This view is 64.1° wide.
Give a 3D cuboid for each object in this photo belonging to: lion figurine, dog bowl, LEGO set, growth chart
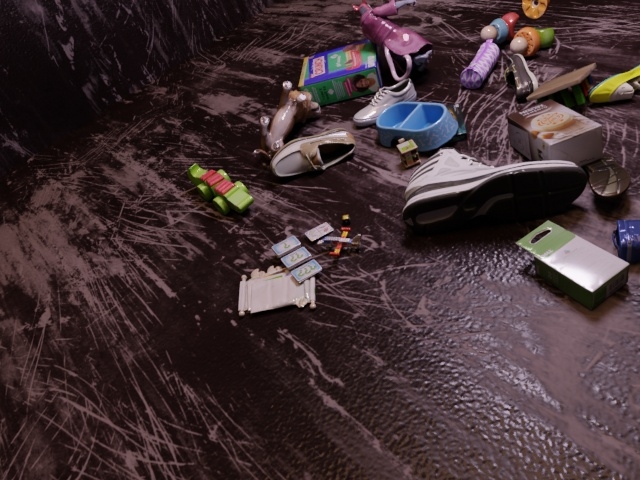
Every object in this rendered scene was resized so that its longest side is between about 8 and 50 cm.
[{"bbox_3d":[-0.140,-0.419,1.884,0.142,0.240,0.392,34,73,2],"label":"lion figurine"},{"bbox_3d":[0.303,-0.380,1.667,0.166,0.074,0.297,-49,39,-17],"label":"dog bowl"},{"bbox_3d":[0.000,0.000,1.439,0.244,0.060,0.182,-27,40,-14],"label":"LEGO set"},{"bbox_3d":[-0.119,0.131,1.390,0.237,0.021,0.171,-10,42,16],"label":"growth chart"}]

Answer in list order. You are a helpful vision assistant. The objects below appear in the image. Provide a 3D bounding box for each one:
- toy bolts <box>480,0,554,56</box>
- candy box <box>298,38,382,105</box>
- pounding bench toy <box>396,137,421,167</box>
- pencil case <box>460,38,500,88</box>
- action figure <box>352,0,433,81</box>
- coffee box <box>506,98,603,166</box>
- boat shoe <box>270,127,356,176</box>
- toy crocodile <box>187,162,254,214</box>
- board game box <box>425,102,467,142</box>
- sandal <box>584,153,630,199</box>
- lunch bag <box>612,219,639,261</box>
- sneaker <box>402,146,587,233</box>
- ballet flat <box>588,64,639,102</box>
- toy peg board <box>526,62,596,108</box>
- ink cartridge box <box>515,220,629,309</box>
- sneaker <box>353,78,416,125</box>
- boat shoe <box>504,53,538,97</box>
[{"bbox_3d":[0.696,-0.779,1.846,0.159,0.218,0.228,-26,31,-24],"label":"toy bolts"},{"bbox_3d":[0.084,-0.683,2.090,0.317,0.122,0.268,-12,42,15],"label":"candy box"},{"bbox_3d":[0.274,-0.278,1.609,0.052,0.065,0.083,-22,41,3],"label":"pounding bench toy"},{"bbox_3d":[0.571,-0.628,1.828,0.086,0.088,0.206,6,47,39],"label":"pencil case"},{"bbox_3d":[0.247,-0.772,1.952,0.370,0.248,0.275,42,63,3],"label":"action figure"},{"bbox_3d":[0.631,-0.286,1.397,0.141,0.098,0.246,-20,31,2],"label":"coffee box"},{"bbox_3d":[-0.025,-0.291,1.728,0.302,0.113,0.103,-26,35,-4],"label":"boat shoe"},{"bbox_3d":[-0.347,-0.182,1.768,0.115,0.105,0.341,-39,43,-17],"label":"toy crocodile"},{"bbox_3d":[0.409,-0.383,1.689,0.126,0.026,0.186,-10,43,16],"label":"board game box"},{"bbox_3d":[0.711,-0.153,1.282,0.090,0.060,0.219,-11,27,17],"label":"sandal"},{"bbox_3d":[0.679,-0.003,1.122,0.065,0.067,0.098,-2,44,23],"label":"lunch bag"},{"bbox_3d":[0.436,-0.181,1.350,0.448,0.169,0.257,-10,44,19],"label":"sneaker"},{"bbox_3d":[0.909,-0.458,1.504,0.231,0.077,0.077,-26,56,-6],"label":"ballet flat"},{"bbox_3d":[0.741,-0.450,1.551,0.161,0.079,0.161,-12,20,49],"label":"toy peg board"},{"bbox_3d":[0.551,0.049,1.132,0.109,0.062,0.209,-33,41,-11],"label":"ink cartridge box"},{"bbox_3d":[0.226,-0.506,1.856,0.258,0.091,0.094,-31,41,-9],"label":"sneaker"},{"bbox_3d":[0.657,-0.553,1.711,0.069,0.081,0.227,-12,44,8],"label":"boat shoe"}]
